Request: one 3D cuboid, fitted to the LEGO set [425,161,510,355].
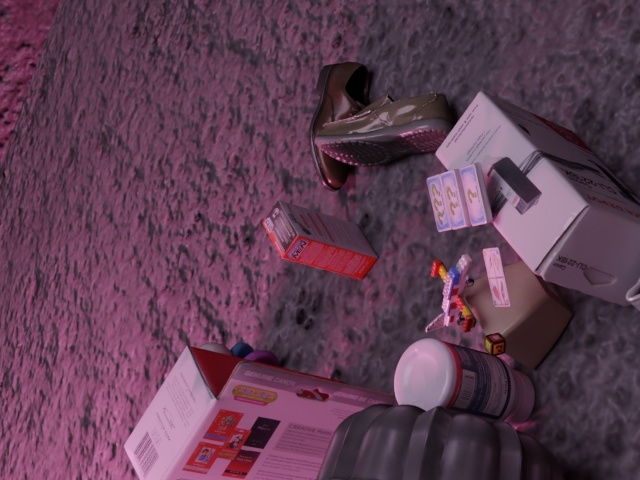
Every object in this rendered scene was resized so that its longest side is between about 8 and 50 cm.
[{"bbox_3d":[0.179,0.031,1.693,0.182,0.060,0.244,169,89,-73],"label":"LEGO set"}]

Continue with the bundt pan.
[{"bbox_3d":[0.154,0.294,1.654,0.331,0.331,0.124,-12,60,49],"label":"bundt pan"}]

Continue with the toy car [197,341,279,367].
[{"bbox_3d":[-0.124,0.242,2.178,0.136,0.159,0.182,-32,42,-5],"label":"toy car"}]

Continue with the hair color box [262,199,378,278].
[{"bbox_3d":[0.000,0.000,2.075,0.053,0.167,0.093,-54,41,23],"label":"hair color box"}]

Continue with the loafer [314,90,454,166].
[{"bbox_3d":[0.105,-0.181,2.071,0.251,0.094,0.087,-5,63,32],"label":"loafer"}]

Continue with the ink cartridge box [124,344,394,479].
[{"bbox_3d":[-0.087,0.273,1.963,0.272,0.309,0.130,-56,40,19],"label":"ink cartridge box"}]

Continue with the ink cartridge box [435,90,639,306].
[{"bbox_3d":[0.305,-0.055,1.692,0.114,0.197,0.273,-55,41,21],"label":"ink cartridge box"}]

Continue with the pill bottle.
[{"bbox_3d":[0.197,0.199,1.743,0.108,0.180,0.108,-23,59,45],"label":"pill bottle"}]

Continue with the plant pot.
[{"bbox_3d":[0.273,0.091,1.760,0.096,0.109,0.109,-42,46,17],"label":"plant pot"}]

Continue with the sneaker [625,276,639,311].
[{"bbox_3d":[0.448,0.003,1.578,0.212,0.094,0.080,-61,38,14],"label":"sneaker"}]

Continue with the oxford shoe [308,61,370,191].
[{"bbox_3d":[0.038,-0.194,2.176,0.096,0.083,0.227,-5,75,41],"label":"oxford shoe"}]
